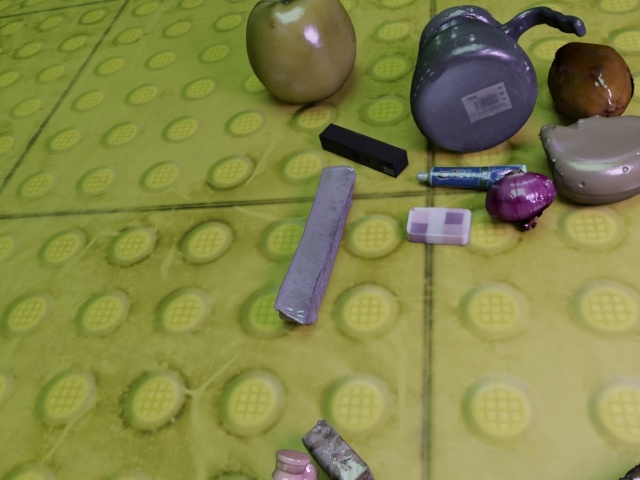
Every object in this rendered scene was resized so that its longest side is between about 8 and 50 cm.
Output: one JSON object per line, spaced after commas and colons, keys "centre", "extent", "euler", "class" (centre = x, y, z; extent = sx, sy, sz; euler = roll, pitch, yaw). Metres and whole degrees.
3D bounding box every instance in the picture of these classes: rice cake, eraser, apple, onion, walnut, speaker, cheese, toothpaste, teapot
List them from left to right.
{"centre": [-0.045, -0.442, 1.313], "extent": [0.262, 0.262, 0.262], "euler": [-8, 48, 9], "class": "apple"}
{"centre": [0.000, 0.000, 1.023], "extent": [0.073, 0.056, 0.365], "euler": [6, 51, 14], "class": "rice cake"}
{"centre": [0.083, -0.181, 1.170], "extent": [0.191, 0.040, 0.046], "euler": [28, 64, 33], "class": "speaker"}
{"centre": [0.204, -0.026, 1.008], "extent": [0.105, 0.026, 0.065], "euler": [2, 53, 17], "class": "eraser"}
{"centre": [0.273, -0.115, 1.064], "extent": [0.197, 0.035, 0.057], "euler": [3, 66, 16], "class": "toothpaste"}
{"centre": [0.302, -0.357, 1.116], "extent": [0.223, 0.305, 0.285], "euler": [26, 39, -19], "class": "teapot"}
{"centre": [0.332, -0.066, 0.969], "extent": [0.115, 0.115, 0.104], "euler": [-21, 92, -3], "class": "onion"}
{"centre": [0.493, -0.294, 1.087], "extent": [0.137, 0.137, 0.245], "euler": [-13, 35, 4], "class": "walnut"}
{"centre": [0.481, -0.140, 0.988], "extent": [0.203, 0.091, 0.175], "euler": [-10, 47, 5], "class": "cheese"}

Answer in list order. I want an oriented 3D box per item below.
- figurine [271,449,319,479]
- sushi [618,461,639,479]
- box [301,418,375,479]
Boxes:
{"centre": [-0.024, 0.376, 0.651], "extent": [0.200, 0.133, 0.276], "euler": [10, 43, -13], "class": "figurine"}
{"centre": [0.378, 0.293, 0.629], "extent": [0.241, 0.107, 0.161], "euler": [7, 48, 21], "class": "sushi"}
{"centre": [0.023, 0.285, 0.761], "extent": [0.045, 0.062, 0.098], "euler": [-40, 52, -17], "class": "box"}
